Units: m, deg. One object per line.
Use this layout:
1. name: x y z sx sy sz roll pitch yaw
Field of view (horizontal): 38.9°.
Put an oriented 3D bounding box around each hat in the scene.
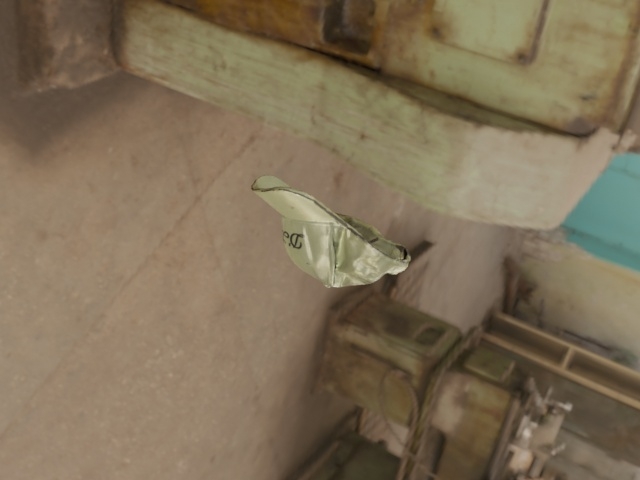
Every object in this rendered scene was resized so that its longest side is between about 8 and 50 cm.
1. hat: -0.001 -0.007 0.939 0.166 0.122 0.081 37 86 -26
